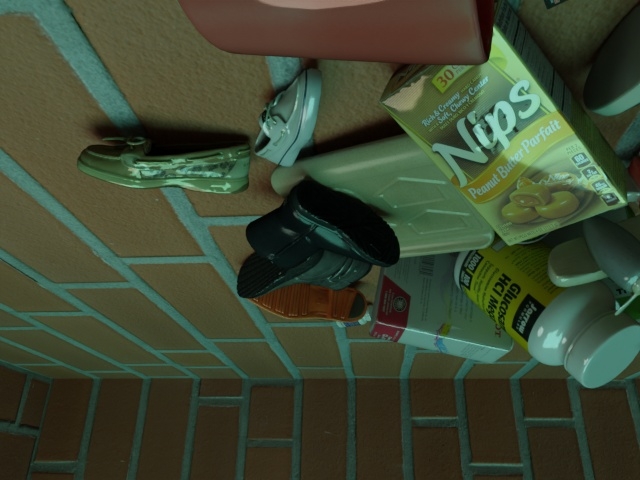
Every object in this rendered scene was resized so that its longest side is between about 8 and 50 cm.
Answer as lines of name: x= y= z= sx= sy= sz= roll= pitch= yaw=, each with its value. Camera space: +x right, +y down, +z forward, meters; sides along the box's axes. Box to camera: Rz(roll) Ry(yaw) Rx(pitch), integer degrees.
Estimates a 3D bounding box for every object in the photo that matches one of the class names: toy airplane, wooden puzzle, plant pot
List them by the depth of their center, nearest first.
plant pot: x=0.013 y=-0.271 z=0.433 sx=0.243 sy=0.275 sz=0.275 roll=0 pitch=156 yaw=22
toy airplane: x=0.596 y=-0.015 z=0.784 sx=0.384 sy=0.386 sz=0.272 roll=29 pitch=166 yaw=14
wooden puzzle: x=0.128 y=-0.079 z=0.990 sx=0.322 sy=0.081 sz=0.348 roll=-8 pitch=148 yaw=32

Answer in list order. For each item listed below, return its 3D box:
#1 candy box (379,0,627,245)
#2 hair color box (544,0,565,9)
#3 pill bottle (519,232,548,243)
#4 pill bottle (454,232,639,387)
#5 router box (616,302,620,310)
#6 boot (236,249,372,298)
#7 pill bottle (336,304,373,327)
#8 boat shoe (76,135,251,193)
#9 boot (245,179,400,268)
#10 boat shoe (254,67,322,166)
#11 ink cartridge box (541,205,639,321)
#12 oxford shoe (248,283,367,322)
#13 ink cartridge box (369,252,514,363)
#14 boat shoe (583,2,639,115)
candy box: x=0.257 y=-0.146 z=0.721 sx=0.316 sy=0.088 sz=0.183 roll=42 pitch=138 yaw=-20
hair color box: x=0.299 y=-0.315 z=0.549 sx=0.141 sy=0.043 sz=0.072 roll=-18 pitch=147 yaw=33
pill bottle: x=0.357 y=-0.085 z=0.935 sx=0.119 sy=0.119 sz=0.208 roll=-11 pitch=152 yaw=23
pill bottle: x=0.429 y=0.116 z=1.004 sx=0.187 sy=0.334 sz=0.188 roll=-14 pitch=125 yaw=-20
router box: x=0.738 y=0.120 z=1.386 sx=0.335 sy=0.082 sz=0.301 roll=13 pitch=152 yaw=-23
boot: x=-0.044 y=0.092 z=1.328 sx=0.222 sy=0.118 sz=0.338 roll=20 pitch=150 yaw=-40
pill bottle: x=0.113 y=0.243 z=1.683 sx=0.120 sy=0.067 sz=0.067 roll=-13 pitch=151 yaw=28
boat shoe: x=-0.263 y=-0.143 z=0.889 sx=0.285 sy=0.104 sz=0.089 roll=3 pitch=117 yaw=-15
boot: x=0.000 y=0.000 z=0.989 sx=0.246 sy=0.094 sz=0.207 roll=29 pitch=146 yaw=-20
boat shoe: x=-0.057 y=-0.179 z=0.798 sx=0.075 sy=0.083 sz=0.226 roll=7 pitch=154 yaw=-14
ink cartridge box: x=0.577 y=0.070 z=1.090 sx=0.188 sy=0.255 sz=0.097 roll=-21 pitch=146 yaw=39
oxford shoe: x=-0.057 y=0.171 z=1.484 sx=0.363 sy=0.130 sz=0.132 roll=16 pitch=166 yaw=-15
ink cartridge box: x=0.287 y=0.142 z=1.230 sx=0.306 sy=0.226 sz=0.131 roll=14 pitch=153 yaw=2
boat shoe: x=0.471 y=-0.248 z=0.579 sx=0.158 sy=0.127 sz=0.340 roll=15 pitch=151 yaw=-10
